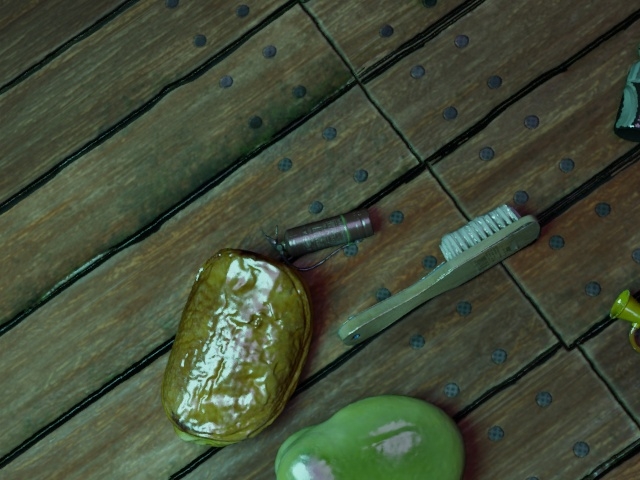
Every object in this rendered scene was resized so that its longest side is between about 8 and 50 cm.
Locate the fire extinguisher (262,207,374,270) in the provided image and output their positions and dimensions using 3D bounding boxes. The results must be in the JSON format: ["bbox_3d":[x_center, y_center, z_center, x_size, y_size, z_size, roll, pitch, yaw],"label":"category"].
[{"bbox_3d":[0.000,0.000,1.177,0.157,0.045,0.078,-16,100,1],"label":"fire extinguisher"}]

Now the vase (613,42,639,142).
[{"bbox_3d":[0.483,-0.250,1.167,0.059,0.060,0.212,17,83,8],"label":"vase"}]

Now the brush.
[{"bbox_3d":[0.162,0.045,1.146,0.327,0.070,0.065,-32,60,1],"label":"brush"}]

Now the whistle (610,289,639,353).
[{"bbox_3d":[0.456,0.123,1.111,0.109,0.046,0.057,36,70,5],"label":"whistle"}]

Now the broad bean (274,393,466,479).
[{"bbox_3d":[0.070,0.309,1.073,0.262,0.121,0.189,-14,82,1],"label":"broad bean"}]

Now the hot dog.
[{"bbox_3d":[-0.119,0.152,1.121,0.196,0.122,0.273,15,85,10],"label":"hot dog"}]
